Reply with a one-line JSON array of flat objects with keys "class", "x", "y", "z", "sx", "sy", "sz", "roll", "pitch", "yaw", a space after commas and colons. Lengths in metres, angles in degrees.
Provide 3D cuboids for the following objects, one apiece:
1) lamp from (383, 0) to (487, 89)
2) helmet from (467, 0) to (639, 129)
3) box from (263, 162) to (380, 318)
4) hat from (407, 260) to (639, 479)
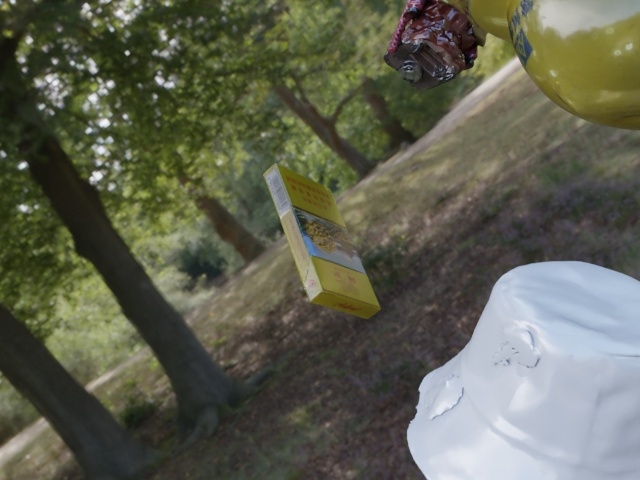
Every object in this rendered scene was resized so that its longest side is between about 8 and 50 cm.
[{"class": "lamp", "x": 0.174, "y": -0.317, "z": 1.074, "sx": 0.118, "sy": 0.118, "sz": 0.253, "roll": -28, "pitch": 35, "yaw": 63}, {"class": "helmet", "x": 0.262, "y": -0.167, "z": 0.703, "sx": 0.256, "sy": 0.140, "sz": 0.205, "roll": 0, "pitch": -21, "yaw": -1}, {"class": "box", "x": 0.000, "y": 0.000, "z": 0.784, "sx": 0.023, "sy": 0.155, "sz": 0.087, "roll": -38, "pitch": -36, "yaw": 23}, {"class": "hat", "x": 0.161, "y": 0.092, "z": 0.521, "sx": 0.203, "sy": 0.203, "sz": 0.126, "roll": -47, "pitch": -29, "yaw": -59}]
